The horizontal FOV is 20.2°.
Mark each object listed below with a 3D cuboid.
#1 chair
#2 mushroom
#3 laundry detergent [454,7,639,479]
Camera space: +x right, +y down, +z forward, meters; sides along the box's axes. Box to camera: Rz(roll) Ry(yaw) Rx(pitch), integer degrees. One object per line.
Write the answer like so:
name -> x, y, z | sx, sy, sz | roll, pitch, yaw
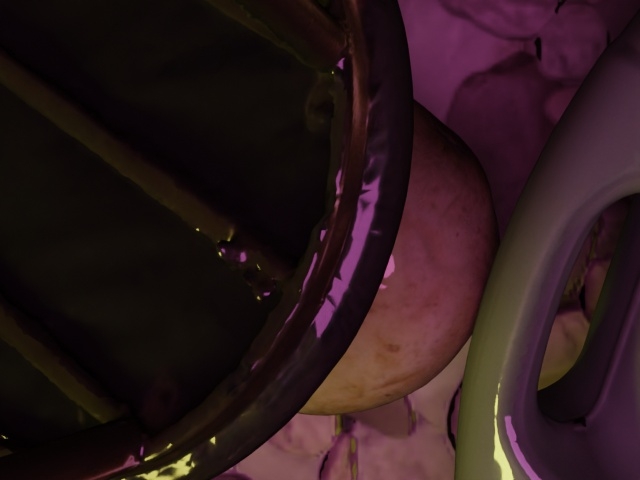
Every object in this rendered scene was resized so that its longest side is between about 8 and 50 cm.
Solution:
chair -> -0.197, -0.064, 0.640 | 0.365, 0.410, 0.362 | 33, 103, 37
mushroom -> 0.000, 0.000, 0.835 | 0.166, 0.127, 0.166 | 3, 103, 13
laundry detergent -> 0.162, 0.094, 0.829 | 0.264, 0.124, 0.397 | 22, 108, -25
